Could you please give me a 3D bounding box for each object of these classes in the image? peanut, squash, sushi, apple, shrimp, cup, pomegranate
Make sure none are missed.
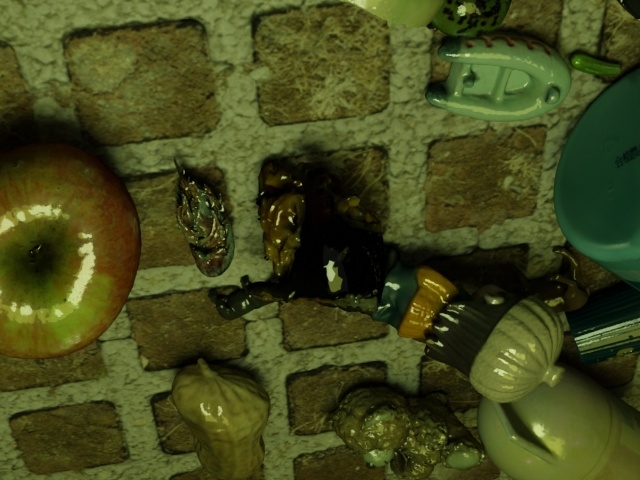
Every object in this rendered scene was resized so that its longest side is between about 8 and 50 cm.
[{"bbox_3d":[-0.161,0.320,1.827,0.159,0.143,0.291,-5,136,7],"label":"peanut"},{"bbox_3d":[0.398,-0.252,1.500,0.089,0.027,0.027,10,129,-25],"label":"squash"},{"bbox_3d":[-0.007,0.000,1.538,0.200,0.204,0.213,2,170,20],"label":"sushi"},{"bbox_3d":[-0.389,0.007,1.442,0.277,0.250,0.309,27,101,-14],"label":"apple"},{"bbox_3d":[-0.182,-0.039,1.544,0.090,0.079,0.233,11,139,31],"label":"shrimp"},{"bbox_3d":[0.526,0.152,1.845,0.155,0.131,0.176,-19,158,11],"label":"cup"},{"bbox_3d":[0.181,-0.312,1.351,0.122,0.122,0.161,5,160,-16],"label":"pomegranate"}]

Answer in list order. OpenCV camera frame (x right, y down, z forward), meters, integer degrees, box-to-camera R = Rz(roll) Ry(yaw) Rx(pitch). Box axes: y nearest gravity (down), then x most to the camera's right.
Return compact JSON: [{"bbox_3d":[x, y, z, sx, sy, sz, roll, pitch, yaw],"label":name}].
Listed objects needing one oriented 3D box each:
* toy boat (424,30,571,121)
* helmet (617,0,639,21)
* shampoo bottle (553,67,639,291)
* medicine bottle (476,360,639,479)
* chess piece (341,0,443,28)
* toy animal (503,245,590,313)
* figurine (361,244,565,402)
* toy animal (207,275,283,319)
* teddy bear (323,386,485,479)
[{"bbox_3d":[0.256,-0.223,1.464,0.208,0.079,0.134,4,128,-13],"label":"toy boat"},{"bbox_3d":[0.448,-0.374,1.284,0.216,0.193,0.189,0,138,-12],"label":"helmet"},{"bbox_3d":[0.568,-0.056,1.511,0.343,0.331,0.331,28,121,-30],"label":"shampoo bottle"},{"bbox_3d":[0.434,0.351,1.917,0.236,0.235,0.406,-40,128,23],"label":"medicine bottle"},{"bbox_3d":[0.143,-0.474,1.125,0.234,0.234,0.442,21,120,-27],"label":"chess piece"},{"bbox_3d":[0.364,0.125,1.791,0.214,0.093,0.186,-19,130,10],"label":"toy animal"},{"bbox_3d":[0.222,0.140,1.649,0.332,0.204,0.185,13,133,0],"label":"figurine"},{"bbox_3d":[-0.111,0.091,1.696,0.136,0.047,0.065,-24,138,8],"label":"toy animal"},{"bbox_3d":[0.143,0.350,1.913,0.256,0.156,0.267,12,158,-27],"label":"teddy bear"}]
